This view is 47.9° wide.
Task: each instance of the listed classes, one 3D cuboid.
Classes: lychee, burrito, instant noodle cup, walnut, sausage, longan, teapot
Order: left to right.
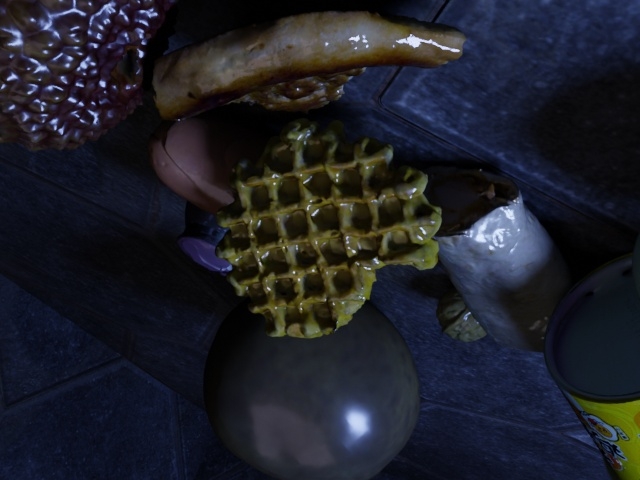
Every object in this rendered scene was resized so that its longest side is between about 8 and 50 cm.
[{"bbox_3d":[-0.253,-0.222,0.613,0.272,0.271,0.271,20,156,9],"label":"lychee"},{"bbox_3d":[-0.135,-0.026,1.003,0.116,0.146,0.148,18,155,13],"label":"teapot"},{"bbox_3d":[-0.064,-0.065,0.889,0.304,0.121,0.121,26,156,-2],"label":"sausage"},{"bbox_3d":[-0.014,0.243,1.203,0.361,0.360,0.361,20,156,9],"label":"longan"},{"bbox_3d":[0.211,0.107,1.049,0.092,0.092,0.092,20,156,9],"label":"walnut"},{"bbox_3d":[0.219,0.034,0.862,0.143,0.105,0.299,-3,143,39],"label":"burrito"},{"bbox_3d":[0.383,0.146,0.780,0.200,0.264,0.264,46,149,-25],"label":"instant noodle cup"}]

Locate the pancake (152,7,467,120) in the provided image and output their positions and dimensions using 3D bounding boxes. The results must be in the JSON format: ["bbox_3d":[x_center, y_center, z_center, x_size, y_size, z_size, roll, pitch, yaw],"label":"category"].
[{"bbox_3d":[-0.033,-0.151,0.644,0.213,0.056,0.257,-3,171,-35],"label":"pancake"}]

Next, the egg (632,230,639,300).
[{"bbox_3d":[0.386,0.021,0.558,0.203,0.202,0.283,39,159,-30],"label":"egg"}]

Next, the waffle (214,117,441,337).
[{"bbox_3d":[0.000,0.000,0.783,0.249,0.253,0.056,25,-161,17],"label":"waffle"}]
